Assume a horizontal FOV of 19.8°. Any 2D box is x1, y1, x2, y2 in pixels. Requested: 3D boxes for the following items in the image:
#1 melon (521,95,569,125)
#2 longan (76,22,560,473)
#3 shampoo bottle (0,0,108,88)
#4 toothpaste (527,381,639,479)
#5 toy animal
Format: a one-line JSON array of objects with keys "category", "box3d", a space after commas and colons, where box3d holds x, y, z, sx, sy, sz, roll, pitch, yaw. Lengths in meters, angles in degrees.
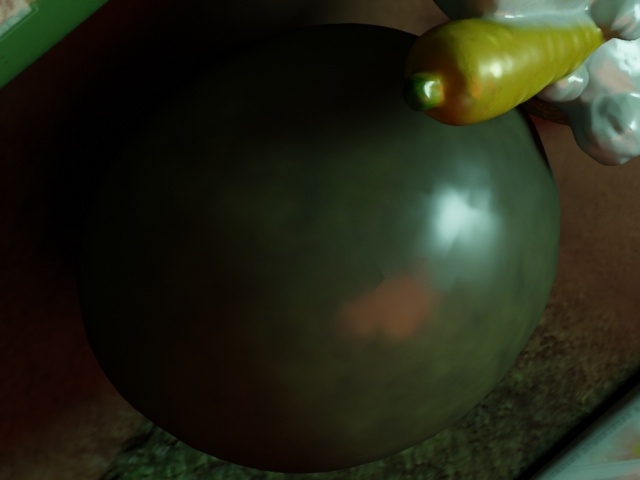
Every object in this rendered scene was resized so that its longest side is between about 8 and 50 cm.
[{"category": "melon", "box3d": [0.138, -0.092, 0.781, 0.128, 0.079, 0.160, -36, 143, -13]}, {"category": "longan", "box3d": [0.000, 0.000, 0.686, 0.184, 0.204, 0.159, -23, 102, 17]}, {"category": "shampoo bottle", "box3d": [-0.122, -0.073, 0.578, 0.204, 0.065, 0.065, -40, 143, -5]}, {"category": "toothpaste", "box3d": [0.172, 0.128, 1.042, 0.323, 0.066, 0.100, -40, 143, 4]}, {"category": "toy animal", "box3d": [0.048, -0.105, 0.614, 0.181, 0.127, 0.131, 36, 88, -38]}]
